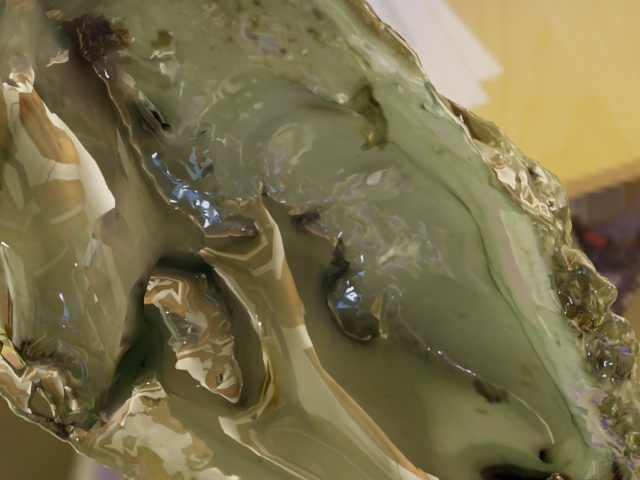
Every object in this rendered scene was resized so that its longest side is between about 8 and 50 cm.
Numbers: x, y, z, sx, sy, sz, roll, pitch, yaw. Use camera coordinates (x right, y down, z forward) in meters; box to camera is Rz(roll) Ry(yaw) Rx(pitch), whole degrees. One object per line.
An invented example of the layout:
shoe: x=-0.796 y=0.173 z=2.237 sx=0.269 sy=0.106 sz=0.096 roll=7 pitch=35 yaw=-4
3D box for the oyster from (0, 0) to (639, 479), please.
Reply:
oyster: x=0.001 y=0.001 z=0.523 sx=0.252 sy=0.199 sz=0.087 roll=7 pitch=16 yaw=-23
